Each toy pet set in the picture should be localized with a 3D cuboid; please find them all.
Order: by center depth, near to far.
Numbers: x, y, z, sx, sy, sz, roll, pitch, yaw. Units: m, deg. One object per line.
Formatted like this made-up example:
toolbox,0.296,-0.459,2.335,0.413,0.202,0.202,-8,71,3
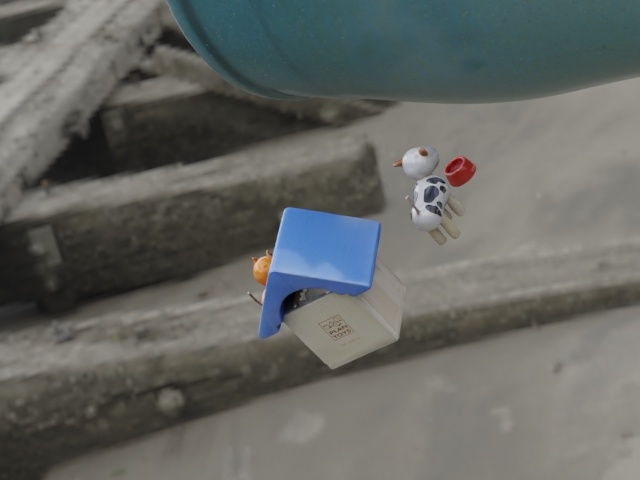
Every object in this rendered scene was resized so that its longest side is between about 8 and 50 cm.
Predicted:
toy pet set,0.000,0.000,0.720,0.122,0.065,0.114,-27,31,30

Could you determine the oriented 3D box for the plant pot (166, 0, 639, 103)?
plant pot,0.096,-0.184,0.750,0.255,0.271,0.272,13,34,34
